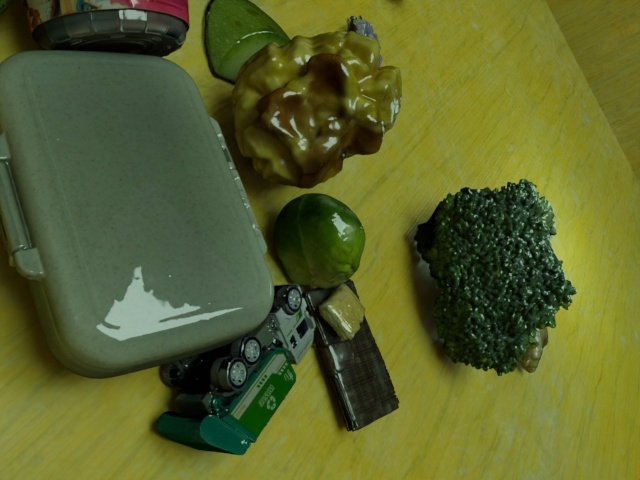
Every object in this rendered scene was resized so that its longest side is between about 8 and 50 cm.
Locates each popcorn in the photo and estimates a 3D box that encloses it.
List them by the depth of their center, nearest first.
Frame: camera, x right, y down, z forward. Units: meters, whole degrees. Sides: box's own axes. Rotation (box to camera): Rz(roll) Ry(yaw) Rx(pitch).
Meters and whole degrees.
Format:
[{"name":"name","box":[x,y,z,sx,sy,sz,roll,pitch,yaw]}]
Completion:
[{"name":"popcorn","box":[0.003,-0.215,0.977,0.225,0.265,0.332,61,22,-1]}]

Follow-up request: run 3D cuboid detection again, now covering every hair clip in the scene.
[{"name":"hair clip","box":[0.095,-0.364,1.286,0.106,0.084,0.292,42,39,-51]}]

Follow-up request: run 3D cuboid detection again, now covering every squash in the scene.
[{"name":"squash","box":[-0.101,-0.353,1.051,0.192,0.085,0.184,7,69,-47]}]

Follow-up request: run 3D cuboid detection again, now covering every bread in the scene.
[{"name":"bread","box":[0.036,0.110,0.972,0.070,0.035,0.083,49,36,-9]}]

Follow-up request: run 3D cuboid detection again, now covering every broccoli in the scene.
[{"name":"broccoli","box":[0.346,0.052,1.224,0.338,0.277,0.317,67,20,-14]}]

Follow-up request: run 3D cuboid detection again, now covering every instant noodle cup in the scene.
[{"name":"instant noodle cup","box":[-0.264,-0.322,0.758,0.302,0.258,0.181,-12,96,-50]}]

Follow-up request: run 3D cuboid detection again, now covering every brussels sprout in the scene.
[{"name":"brussels sprout","box":[0.002,-0.003,0.961,0.155,0.155,0.117,45,44,-24]}]

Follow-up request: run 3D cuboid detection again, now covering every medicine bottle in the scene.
[{"name":"medicine bottle","box":[-0.217,-0.043,0.709,0.282,0.123,0.375,-10,71,-40]}]

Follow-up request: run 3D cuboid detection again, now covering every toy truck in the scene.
[{"name":"toy truck","box":[-0.102,0.162,0.799,0.253,0.114,0.124,-48,122,-47]}]

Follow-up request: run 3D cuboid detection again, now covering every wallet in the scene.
[{"name":"wallet","box":[0.047,0.179,0.999,0.124,0.042,0.230,-10,78,-46]}]

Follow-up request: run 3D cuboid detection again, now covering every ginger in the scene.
[{"name":"ginger","box":[0.487,0.195,1.449,0.137,0.074,0.213,-6,73,-39]}]

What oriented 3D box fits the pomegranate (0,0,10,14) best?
[{"name":"pomegranate","box":[-0.403,-0.286,0.708,0.084,0.073,0.073,-40,104,-30]}]
